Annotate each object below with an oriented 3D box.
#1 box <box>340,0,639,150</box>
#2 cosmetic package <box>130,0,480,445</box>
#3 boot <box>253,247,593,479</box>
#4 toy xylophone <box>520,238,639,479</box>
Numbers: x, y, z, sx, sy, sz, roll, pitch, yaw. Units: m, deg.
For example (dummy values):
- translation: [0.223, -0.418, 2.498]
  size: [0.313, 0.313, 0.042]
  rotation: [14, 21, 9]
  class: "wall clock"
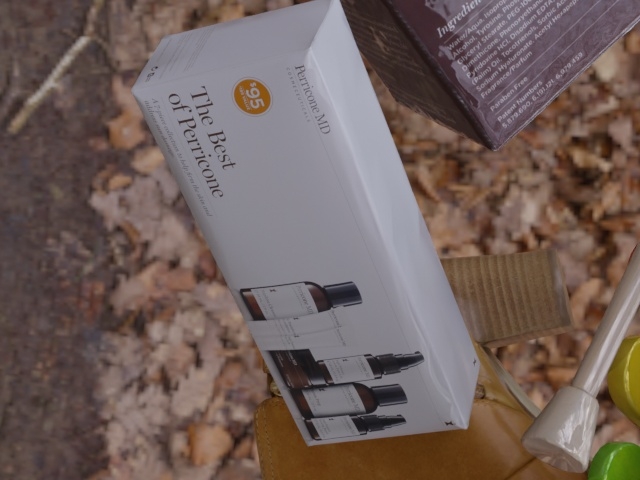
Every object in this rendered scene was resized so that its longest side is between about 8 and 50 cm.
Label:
- translation: [0.096, -0.205, 0.962]
  size: [0.167, 0.168, 0.203]
  rotation: [-42, 119, -4]
  class: "box"
- translation: [0.000, 0.000, 0.689]
  size: [0.060, 0.098, 0.239]
  rotation: [-72, 144, -52]
  class: "cosmetic package"
- translation: [0.070, 0.154, 0.828]
  size: [0.104, 0.211, 0.295]
  rotation: [40, 39, -69]
  class: "boot"
- translation: [0.192, 0.074, 0.642]
  size: [0.236, 0.081, 0.323]
  rotation: [46, 61, -24]
  class: "toy xylophone"
